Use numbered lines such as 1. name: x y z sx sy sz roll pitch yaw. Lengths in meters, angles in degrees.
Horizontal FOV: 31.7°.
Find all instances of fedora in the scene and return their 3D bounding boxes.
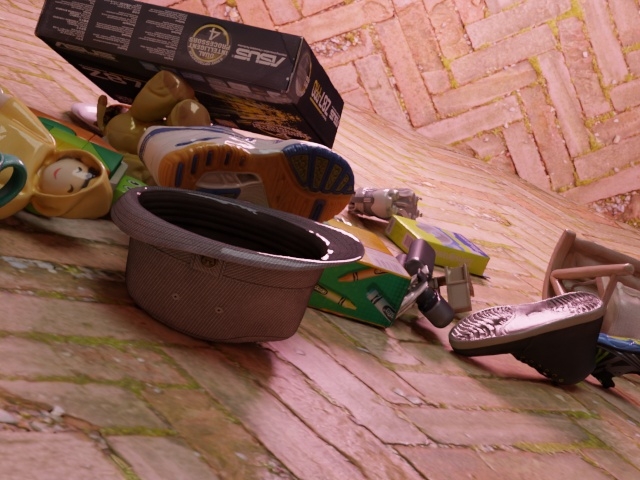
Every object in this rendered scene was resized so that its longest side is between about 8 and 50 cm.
1. fedora: -0.100 0.034 1.222 0.275 0.124 0.244 13 14 -8

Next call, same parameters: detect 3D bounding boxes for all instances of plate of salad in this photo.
1. plate of salad: -0.314 -0.195 1.867 0.200 0.048 0.200 23 14 -6

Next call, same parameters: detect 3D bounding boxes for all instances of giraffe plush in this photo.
1. giraffe plush: -0.218 -0.128 1.629 0.210 0.181 0.170 -8 -13 28

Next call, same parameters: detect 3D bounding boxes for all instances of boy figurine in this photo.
1. boy figurine: -0.370 -0.093 1.255 0.285 0.092 0.177 27 54 -3

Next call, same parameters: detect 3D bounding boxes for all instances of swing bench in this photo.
1. swing bench: 0.519 0.120 1.844 0.253 0.165 0.255 20 9 -14

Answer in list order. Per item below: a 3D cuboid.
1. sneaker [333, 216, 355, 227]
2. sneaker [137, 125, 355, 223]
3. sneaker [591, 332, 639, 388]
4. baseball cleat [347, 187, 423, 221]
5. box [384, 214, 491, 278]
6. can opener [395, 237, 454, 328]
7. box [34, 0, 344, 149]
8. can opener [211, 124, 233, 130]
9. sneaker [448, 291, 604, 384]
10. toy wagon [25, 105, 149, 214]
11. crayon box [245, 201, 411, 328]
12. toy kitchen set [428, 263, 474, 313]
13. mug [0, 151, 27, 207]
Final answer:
1. sneaker: 0.000 -0.025 1.633 0.212 0.094 0.080 10 25 -30
2. sneaker: -0.089 -0.098 1.420 0.296 0.112 0.131 10 19 -40
3. sneaker: 0.404 0.174 1.638 0.188 0.078 0.067 10 1 10
4. baseball cleat: 0.113 -0.069 2.054 0.109 0.072 0.206 8 -5 21
5. box: 0.212 0.012 1.975 0.178 0.042 0.109 15 17 -30
6. can opener: 0.138 0.067 1.623 0.093 0.074 0.280 47 13 -8
7. box: -0.183 -0.257 1.707 0.395 0.097 0.318 15 -9 13
8. can opener: -0.181 -0.141 1.884 0.076 0.095 0.283 -20 10 4
9. sneaker: 0.284 0.152 1.534 0.222 0.118 0.083 -10 25 -10
10. toy wagon: -0.347 -0.104 1.445 0.344 0.068 0.267 22 15 -7
11. crayon box: -0.037 0.014 1.485 0.278 0.081 0.165 18 15 -20
12. toy kitchen set: 0.197 0.089 1.710 0.068 0.075 0.083 -10 -31 12
13. mug: -0.384 -0.053 1.135 0.157 0.097 0.129 19 16 -15
